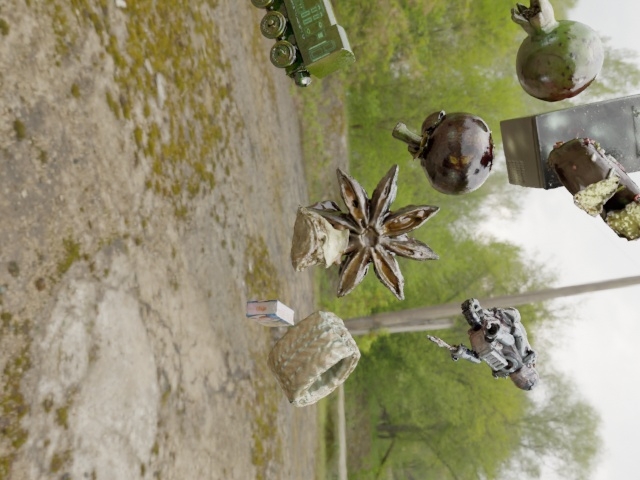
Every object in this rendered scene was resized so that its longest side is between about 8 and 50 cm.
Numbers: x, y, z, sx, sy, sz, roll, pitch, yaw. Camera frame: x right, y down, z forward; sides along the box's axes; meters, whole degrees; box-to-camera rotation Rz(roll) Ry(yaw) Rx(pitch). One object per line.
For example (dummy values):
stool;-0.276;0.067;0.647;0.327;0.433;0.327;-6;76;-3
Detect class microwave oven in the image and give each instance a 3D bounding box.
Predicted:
microwave oven;0.866;-0.331;1.864;0.374;0.432;0.236;-101;180;-80

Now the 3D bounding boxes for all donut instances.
donut;0.748;-0.157;1.514;0.345;0.136;0.259;30;35;-30

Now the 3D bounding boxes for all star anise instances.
star anise;0.111;-0.018;1.276;0.117;0.331;0.332;-76;158;-80

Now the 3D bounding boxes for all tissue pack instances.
tissue pack;-0.169;0.249;1.905;0.155;0.115;0.065;44;43;-62

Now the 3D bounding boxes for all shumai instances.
shumai;0.000;0.000;1.163;0.145;0.116;0.145;5;90;-87

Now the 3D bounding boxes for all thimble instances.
thimble;-0.013;0.297;1.398;0.148;0.229;0.196;52;17;27

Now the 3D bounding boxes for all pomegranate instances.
pomegranate;0.641;-0.538;1.586;0.306;0.242;0.242;51;6;1

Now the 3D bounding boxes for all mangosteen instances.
mangosteen;0.336;-0.248;1.560;0.231;0.289;0.231;12;90;-83

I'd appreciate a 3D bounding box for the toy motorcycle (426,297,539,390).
toy motorcycle;0.396;0.236;1.299;0.401;0.134;0.207;27;38;-41

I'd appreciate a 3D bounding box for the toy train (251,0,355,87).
toy train;-0.034;-0.392;1.005;0.090;0.137;0.225;2;69;-68
